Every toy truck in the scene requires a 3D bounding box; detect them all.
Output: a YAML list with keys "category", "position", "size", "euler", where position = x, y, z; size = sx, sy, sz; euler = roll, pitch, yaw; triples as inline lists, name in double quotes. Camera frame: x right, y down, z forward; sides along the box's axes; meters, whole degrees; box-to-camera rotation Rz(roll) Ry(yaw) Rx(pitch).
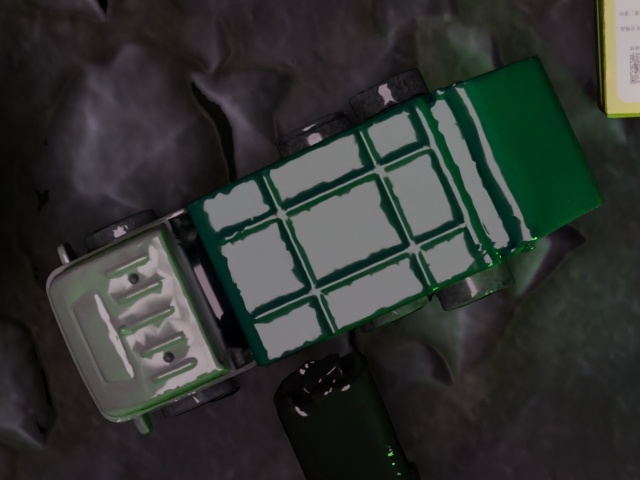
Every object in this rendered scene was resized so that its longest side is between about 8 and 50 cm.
- category: "toy truck"
  position: [0.000, 0.000, 0.764]
  size: [0.253, 0.124, 0.114]
  euler: [-24, 89, 6]

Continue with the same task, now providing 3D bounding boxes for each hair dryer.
- category: "hair dryer"
  position: [0.052, 0.158, 0.756]
  size: [0.197, 0.089, 0.251]
  euler: [-23, 114, 7]

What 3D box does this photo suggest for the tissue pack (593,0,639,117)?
- category: "tissue pack"
  position: [0.215, -0.108, 0.760]
  size: [0.176, 0.062, 0.095]
  euler: [-3, 97, 5]
